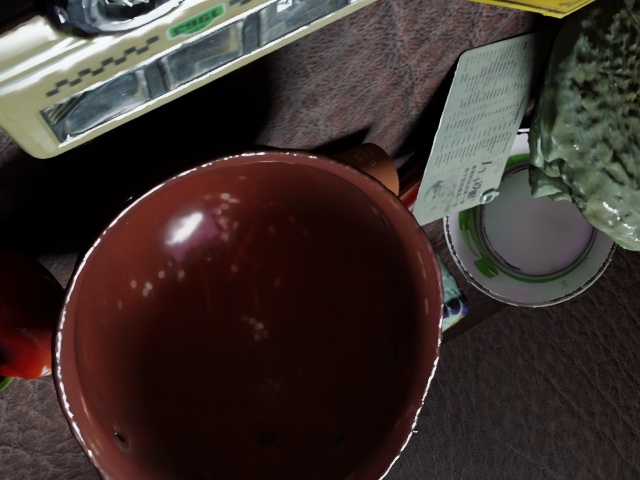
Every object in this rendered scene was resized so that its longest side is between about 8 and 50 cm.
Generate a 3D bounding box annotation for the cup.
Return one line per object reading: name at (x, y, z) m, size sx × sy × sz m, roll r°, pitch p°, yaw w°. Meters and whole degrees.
cup at (0.327, -0.035, 1.578) m, size 0.253 × 0.253 × 0.274 m, roll -36°, pitch 173°, yaw 13°

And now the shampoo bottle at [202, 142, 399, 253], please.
shampoo bottle at (-0.029, -0.037, 1.131) m, size 0.244 × 0.085 × 0.085 m, roll -23°, pitch 162°, yaw -27°

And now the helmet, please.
helmet at (-0.079, 0.064, 0.964) m, size 0.337 × 0.230 × 0.385 m, roll -19°, pitch 119°, yaw -10°

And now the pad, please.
pad at (0.194, -0.129, 1.245) m, size 0.159 × 0.009 × 0.265 m, roll -20°, pitch 140°, yaw -32°

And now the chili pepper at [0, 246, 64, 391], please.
chili pepper at (-0.300, 0.062, 0.933) m, size 0.137 × 0.092 × 0.368 m, roll -13°, pitch 155°, yaw -4°

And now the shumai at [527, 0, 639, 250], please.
shumai at (0.326, -0.138, 1.269) m, size 0.304 × 0.309 × 0.263 m, roll 13°, pitch 170°, yaw -26°

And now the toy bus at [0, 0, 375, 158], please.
toy bus at (-0.024, -0.195, 0.483) m, size 0.365 × 0.177 × 0.202 m, roll -27°, pitch 168°, yaw -8°

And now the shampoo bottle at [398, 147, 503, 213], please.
shampoo bottle at (0.133, -0.063, 1.397) m, size 0.260 × 0.064 × 0.102 m, roll -43°, pitch 161°, yaw 34°

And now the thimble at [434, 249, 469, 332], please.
thimble at (0.137, 0.115, 1.806) m, size 0.237 × 0.150 × 0.237 m, roll -28°, pitch 163°, yaw -9°

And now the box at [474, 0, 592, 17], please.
box at (0.192, -0.259, 0.792) m, size 0.192 × 0.084 × 0.301 m, roll -24°, pitch 172°, yaw 36°
